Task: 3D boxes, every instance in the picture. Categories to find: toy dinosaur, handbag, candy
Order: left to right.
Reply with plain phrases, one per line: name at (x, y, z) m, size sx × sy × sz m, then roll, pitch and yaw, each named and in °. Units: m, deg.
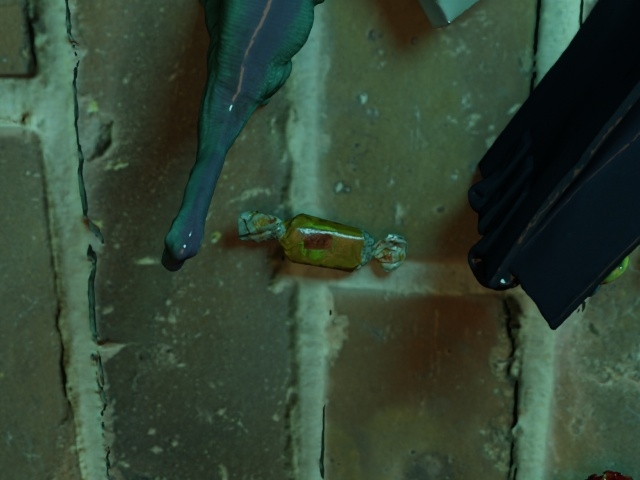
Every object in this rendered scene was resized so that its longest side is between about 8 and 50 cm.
toy dinosaur at (-0.044, -0.193, 1.186) m, size 0.129 × 0.331 × 0.383 m, roll 21°, pitch 114°, yaw -8°
candy at (0.000, 0.000, 1.428) m, size 0.182 × 0.046 × 0.053 m, roll 11°, pitch 111°, yaw -8°
handbag at (0.263, -0.098, 1.230) m, size 0.122 × 0.303 × 0.329 m, roll 34°, pitch 111°, yaw -9°

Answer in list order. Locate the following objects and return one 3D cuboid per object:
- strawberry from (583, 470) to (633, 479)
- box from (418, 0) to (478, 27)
strawberry at (0.286, 0.326, 1.551) m, size 0.188 × 0.082 × 0.121 m, roll -47°, pitch 125°, yaw 10°
box at (0.107, -0.300, 1.260) m, size 0.115 × 0.036 × 0.177 m, roll -41°, pitch 112°, yaw -24°
